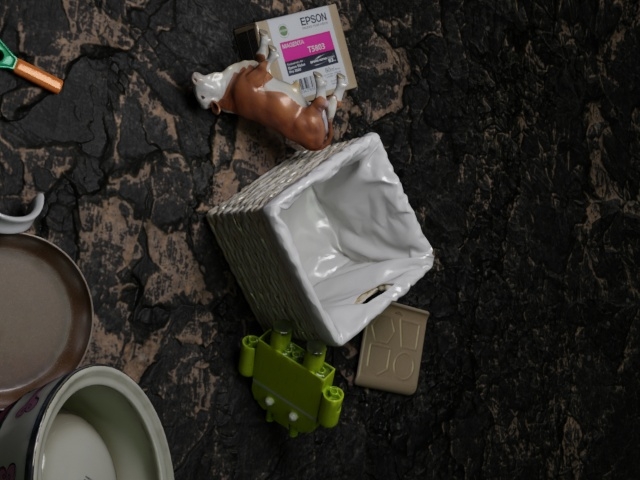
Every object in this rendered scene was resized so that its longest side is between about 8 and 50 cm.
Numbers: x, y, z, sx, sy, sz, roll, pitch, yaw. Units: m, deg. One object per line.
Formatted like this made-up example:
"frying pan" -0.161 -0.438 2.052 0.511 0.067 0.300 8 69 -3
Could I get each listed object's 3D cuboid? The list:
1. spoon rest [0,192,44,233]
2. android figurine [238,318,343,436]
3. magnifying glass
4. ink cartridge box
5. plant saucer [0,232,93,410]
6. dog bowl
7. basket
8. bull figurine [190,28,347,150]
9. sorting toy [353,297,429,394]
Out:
"spoon rest" -0.597 -0.070 1.546 0.276 0.137 0.084 15 38 -38
"android figurine" -0.062 0.291 1.885 0.056 0.248 0.273 -38 150 -45
"magnifying glass" -0.566 -0.323 1.641 0.231 0.026 0.092 25 73 -33
"ink cartridge box" -0.050 -0.394 2.008 0.234 0.088 0.193 -24 104 -35
"plant saucer" -0.551 0.140 1.617 0.310 0.050 0.311 2 86 -39
"dog bowl" -0.409 0.419 1.546 0.408 0.150 0.408 -12 90 -71
"basket" 0.000 0.000 1.919 0.328 0.266 0.331 -38 110 -33
"bull figurine" -0.101 -0.298 1.861 0.310 0.188 0.101 25 29 -12
"sorting toy" 0.166 0.252 2.191 0.193 0.038 0.208 17 82 -36
